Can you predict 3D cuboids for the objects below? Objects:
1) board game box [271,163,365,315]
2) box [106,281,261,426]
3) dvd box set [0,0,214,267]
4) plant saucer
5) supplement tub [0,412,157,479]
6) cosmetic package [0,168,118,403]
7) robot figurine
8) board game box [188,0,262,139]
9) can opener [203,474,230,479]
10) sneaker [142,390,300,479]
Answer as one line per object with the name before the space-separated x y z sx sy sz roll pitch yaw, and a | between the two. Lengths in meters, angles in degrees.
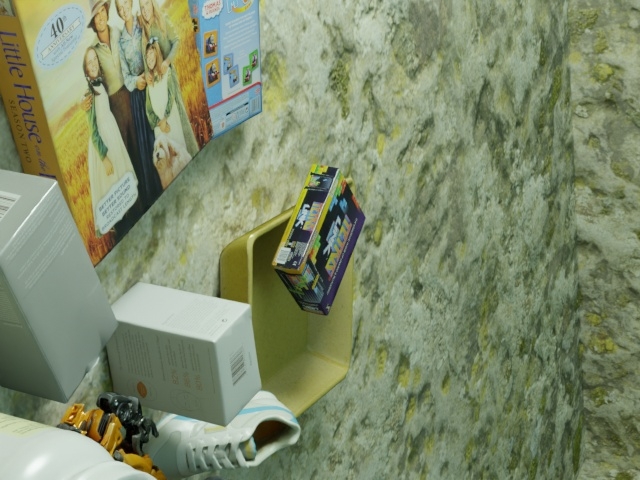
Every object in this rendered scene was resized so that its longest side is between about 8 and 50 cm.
board game box | 0.000 0.000 2.146 0.170 0.048 0.141 -68 152 -22
box | -0.174 0.140 1.875 0.091 0.170 0.130 -45 138 -48
dvd box set | -0.249 -0.219 1.707 0.307 0.062 0.420 -53 144 -45
plant saucer | -0.056 0.097 2.214 0.333 0.081 0.332 -32 129 -58
supplement tub | -0.329 0.278 1.419 0.235 0.325 0.235 -35 131 -56
cosmetic package | -0.317 0.051 1.626 0.238 0.107 0.127 79 32 -43
robot figurine | -0.268 0.315 1.847 0.211 0.085 0.291 -63 151 -33
board game box | -0.130 -0.250 1.971 0.160 0.039 0.211 -37 132 -56
can opener | -0.171 0.384 1.865 0.283 0.095 0.076 -31 129 -57
sneaker | -0.137 0.270 2.018 0.229 0.092 0.087 -20 117 -25
